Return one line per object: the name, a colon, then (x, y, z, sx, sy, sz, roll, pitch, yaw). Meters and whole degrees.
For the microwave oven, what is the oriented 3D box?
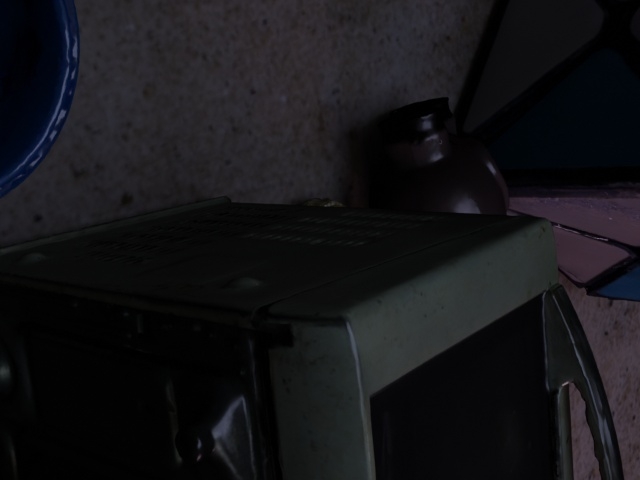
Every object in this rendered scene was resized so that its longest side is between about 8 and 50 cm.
microwave oven: (-0.026, 0.192, 0.604, 0.247, 0.333, 0.394, -17, 106, -46)

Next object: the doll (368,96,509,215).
doll: (0.102, 0.017, 0.851, 0.182, 0.117, 0.257, -46, 130, -67)

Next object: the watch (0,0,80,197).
watch: (-0.224, -0.100, 0.509, 0.196, 0.171, 0.200, -48, 138, -15)

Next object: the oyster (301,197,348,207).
oyster: (0.000, 0.000, 0.829, 0.080, 0.038, 0.083, -18, 133, -33)

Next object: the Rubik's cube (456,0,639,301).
Rubik's cube: (0.339, -0.119, 0.949, 0.307, 0.305, 0.310, 34, 71, -41)
